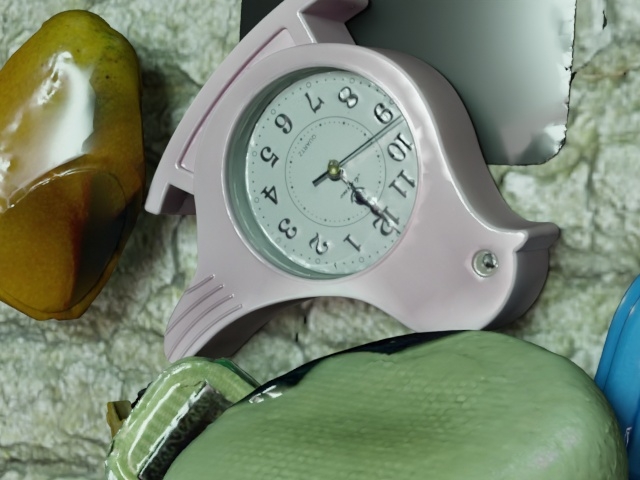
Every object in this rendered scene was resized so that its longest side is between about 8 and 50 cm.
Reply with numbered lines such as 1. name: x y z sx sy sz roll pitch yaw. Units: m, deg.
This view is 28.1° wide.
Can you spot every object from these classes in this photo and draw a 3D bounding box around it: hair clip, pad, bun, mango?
1. hair clip: 0.002 0.214 0.923 0.321 0.091 0.138 35 84 9
2. pad: 0.057 -0.149 0.951 0.267 0.004 0.181 5 93 25
3. bun: 0.053 0.178 0.774 0.283 0.283 0.179 -8 112 25
4. mango: -0.216 -0.069 0.999 0.236 0.136 0.166 -56 32 23

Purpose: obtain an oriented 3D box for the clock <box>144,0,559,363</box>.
1. clock: 0.000 0.000 0.939 0.275 0.080 0.290 48 111 15

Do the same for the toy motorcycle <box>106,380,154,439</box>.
1. toy motorcycle: -0.128 0.227 1.002 0.130 0.094 0.229 -18 79 26

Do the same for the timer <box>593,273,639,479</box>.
1. timer: 0.321 0.158 0.778 0.340 0.115 0.309 18 96 25
